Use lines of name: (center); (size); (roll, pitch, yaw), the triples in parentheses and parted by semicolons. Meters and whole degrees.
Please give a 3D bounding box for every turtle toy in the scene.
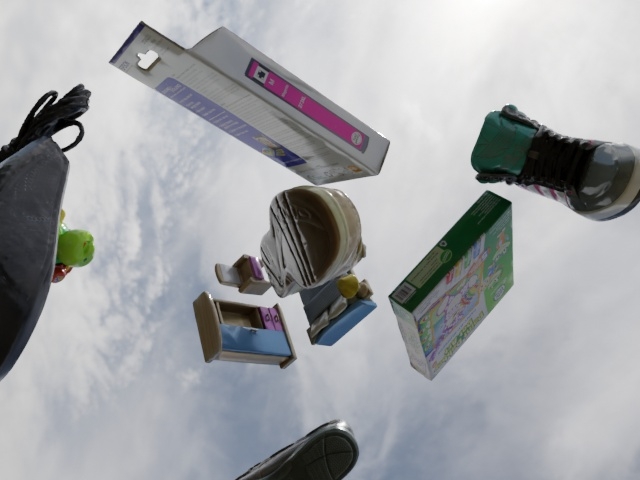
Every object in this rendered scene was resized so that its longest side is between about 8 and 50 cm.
turtle toy: (-0.310, 0.013, 0.666); (0.130, 0.066, 0.095); (-16, -134, 41)

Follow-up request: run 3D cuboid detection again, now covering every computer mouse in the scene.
computer mouse: (-0.263, -0.010, 0.453); (0.188, 0.072, 0.272); (-40, -138, 22)

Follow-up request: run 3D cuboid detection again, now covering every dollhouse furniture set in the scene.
dollhouse furniture set: (-0.084, 0.069, 1.133); (0.303, 0.198, 0.287); (-43, -129, 28)

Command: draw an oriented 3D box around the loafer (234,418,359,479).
loafer: (-0.057, 0.354, 0.836); (0.267, 0.084, 0.096); (-35, -88, 3)

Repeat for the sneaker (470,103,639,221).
sneaker: (0.309, -0.118, 0.813); (0.295, 0.178, 0.124); (-109, -142, -80)

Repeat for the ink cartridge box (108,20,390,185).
ink cartridge box: (-0.094, -0.190, 0.810); (0.175, 0.370, 0.069); (-1, -113, 58)

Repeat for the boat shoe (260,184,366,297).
boat shoe: (0.000, 0.000, 0.677); (0.302, 0.098, 0.109); (131, -61, -71)

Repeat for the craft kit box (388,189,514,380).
craft kit box: (0.229, 0.083, 0.967); (0.061, 0.250, 0.247); (35, -19, 33)
